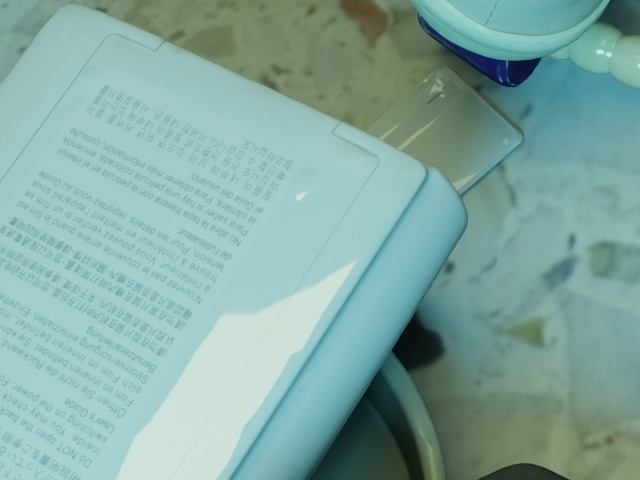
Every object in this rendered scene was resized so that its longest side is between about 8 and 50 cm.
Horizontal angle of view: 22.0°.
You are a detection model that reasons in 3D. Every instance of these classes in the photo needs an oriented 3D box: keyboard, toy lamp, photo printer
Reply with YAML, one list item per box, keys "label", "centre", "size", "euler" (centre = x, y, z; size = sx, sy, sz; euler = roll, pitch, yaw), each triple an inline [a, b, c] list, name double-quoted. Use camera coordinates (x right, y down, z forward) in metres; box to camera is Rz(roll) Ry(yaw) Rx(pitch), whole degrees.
- label: "keyboard"
  centre: [0.000, 0.000, 0.959]
  size: [0.256, 0.014, 0.072]
  euler: [-40, 68, -4]
- label: "toy lamp"
  centre: [0.182, -0.095, 0.914]
  size: [0.274, 0.080, 0.080]
  euler: [25, 75, 22]
- label: "photo printer"
  centre: [-0.109, 0.055, 0.822]
  size: [0.256, 0.107, 0.307]
  euler: [26, 72, 24]

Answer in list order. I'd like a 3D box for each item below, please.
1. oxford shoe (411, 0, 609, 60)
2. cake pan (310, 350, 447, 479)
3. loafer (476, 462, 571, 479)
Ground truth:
- label: "oxford shoe"
  centre: [0.150, -0.304, 0.914]
  size: [0.169, 0.130, 0.449]
  euler: [18, 60, -3]
- label: "cake pan"
  centre: [-0.075, 0.153, 0.856]
  size: [0.293, 0.054, 0.293]
  euler: [-5, 63, 11]
- label: "loafer"
  centre: [0.051, 0.190, 0.678]
  size: [0.130, 0.366, 0.134]
  euler: [6, 112, 38]
